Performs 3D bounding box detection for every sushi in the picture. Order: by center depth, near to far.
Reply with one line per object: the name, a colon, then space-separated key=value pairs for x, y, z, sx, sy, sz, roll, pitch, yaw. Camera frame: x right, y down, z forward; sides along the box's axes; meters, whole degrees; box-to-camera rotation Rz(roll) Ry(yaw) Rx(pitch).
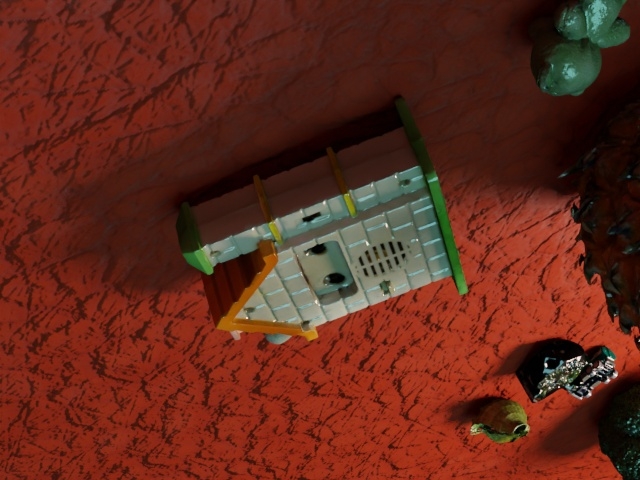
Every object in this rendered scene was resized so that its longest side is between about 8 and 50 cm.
sushi: x=0.338 y=0.180 z=1.657 sx=0.085 sy=0.056 sz=0.083 roll=-7 pitch=136 yaw=-22

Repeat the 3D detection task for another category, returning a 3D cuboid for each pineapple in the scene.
pineapple: x=0.431 y=-0.017 z=1.218 sx=0.352 sy=0.300 sz=0.352 roll=-17 pitch=147 yaw=-12

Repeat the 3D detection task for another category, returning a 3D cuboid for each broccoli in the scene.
broccoli: x=0.587 y=0.328 z=1.880 sx=0.269 sy=0.241 sz=0.261 roll=42 pitch=148 yaw=-27

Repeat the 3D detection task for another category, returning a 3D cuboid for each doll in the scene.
doll: x=0.241 y=-0.204 z=1.063 sx=0.115 sy=0.077 sz=0.150 roll=3 pitch=120 yaw=-51

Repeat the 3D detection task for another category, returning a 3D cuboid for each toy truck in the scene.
toy truck: x=0.403 y=0.196 z=1.727 sx=0.039 sy=0.044 sz=0.083 roll=28 pitch=124 yaw=-24

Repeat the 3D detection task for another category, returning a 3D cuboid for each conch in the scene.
conch: x=0.266 y=0.273 z=1.719 sx=0.089 sy=0.074 sz=0.121 roll=-17 pitch=-175 yaw=-10

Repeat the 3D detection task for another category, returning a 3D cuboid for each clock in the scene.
clock: x=0.000 y=0.000 z=1.164 sx=0.255 sy=0.106 sz=0.219 roll=-20 pitch=145 yaw=2

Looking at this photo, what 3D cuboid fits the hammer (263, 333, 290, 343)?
hammer: x=-0.060 y=0.088 z=1.308 sx=0.083 sy=0.031 sz=0.052 roll=25 pitch=119 yaw=-42
